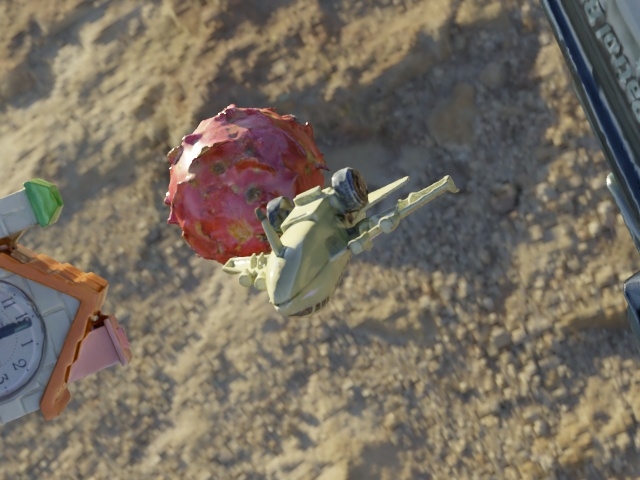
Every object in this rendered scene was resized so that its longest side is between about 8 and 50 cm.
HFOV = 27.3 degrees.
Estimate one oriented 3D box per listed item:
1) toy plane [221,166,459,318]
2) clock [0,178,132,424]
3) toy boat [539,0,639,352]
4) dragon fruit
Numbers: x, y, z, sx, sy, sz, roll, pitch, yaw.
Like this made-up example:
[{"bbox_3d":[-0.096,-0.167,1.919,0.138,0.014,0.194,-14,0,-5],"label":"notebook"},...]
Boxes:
[{"bbox_3d":[0.000,0.000,1.180,0.242,0.104,0.256,-20,4,23],"label":"toy plane"},{"bbox_3d":[-0.315,0.085,1.183,0.255,0.220,0.106,-23,6,-1],"label":"clock"},{"bbox_3d":[0.148,-0.007,0.396,0.114,0.122,0.296,-5,60,-20],"label":"toy boat"},{"bbox_3d":[-0.089,-0.078,1.687,0.210,0.205,0.268,-29,19,39],"label":"dragon fruit"}]
